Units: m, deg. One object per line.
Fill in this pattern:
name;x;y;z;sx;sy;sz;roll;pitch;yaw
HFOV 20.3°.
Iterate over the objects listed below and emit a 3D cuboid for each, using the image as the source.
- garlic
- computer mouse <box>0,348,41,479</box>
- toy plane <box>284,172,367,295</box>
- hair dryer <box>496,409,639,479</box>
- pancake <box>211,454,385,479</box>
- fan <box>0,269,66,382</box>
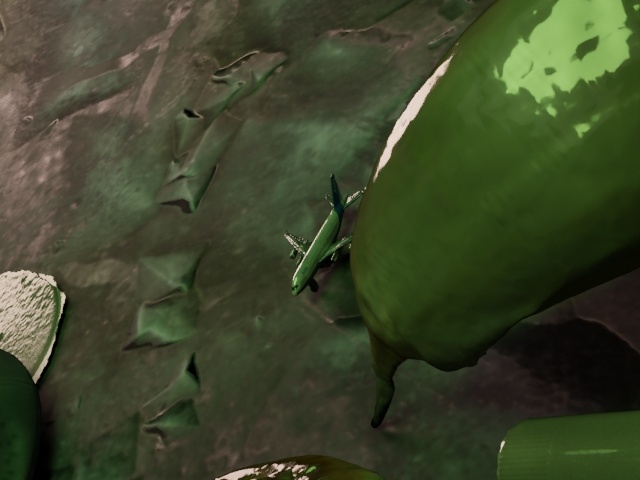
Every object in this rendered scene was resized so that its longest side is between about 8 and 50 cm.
garlic;0.126;-0.019;0.828;0.338;0.196;0.151;-38;58;10
computer mouse;-0.280;0.193;1.083;0.188;0.122;0.371;-27;39;26
toy plane;0.002;0.001;1.075;0.078;0.024;0.084;-8;53;43
hair dryer;0.194;0.031;0.798;0.195;0.053;0.220;-11;44;42
pancake;-0.088;0.169;0.841;0.282;0.049;0.282;-21;9;3
fan;-0.265;0.051;1.326;0.182;0.010;0.310;-37;33;11
